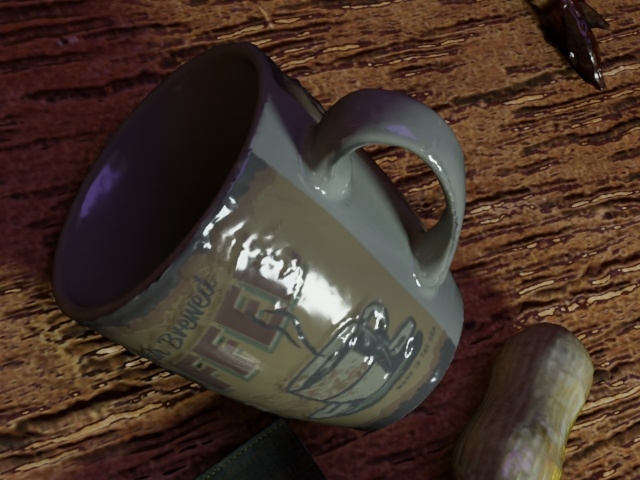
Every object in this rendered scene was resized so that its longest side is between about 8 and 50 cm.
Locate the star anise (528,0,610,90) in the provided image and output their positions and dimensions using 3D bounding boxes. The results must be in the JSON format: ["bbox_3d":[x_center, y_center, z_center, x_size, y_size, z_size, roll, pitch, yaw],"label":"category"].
[{"bbox_3d":[0.224,-0.259,1.760,0.212,0.053,0.157,41,49,-11],"label":"star anise"}]

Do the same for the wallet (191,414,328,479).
[{"bbox_3d":[-0.081,0.255,1.245,0.169,0.044,0.317,52,43,5],"label":"wallet"}]

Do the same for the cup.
[{"bbox_3d":[0.000,0.000,1.294,0.257,0.301,0.227,33,46,-29],"label":"cup"}]

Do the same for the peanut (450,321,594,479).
[{"bbox_3d":[0.162,0.148,1.469,0.087,0.087,0.206,40,48,-13],"label":"peanut"}]
